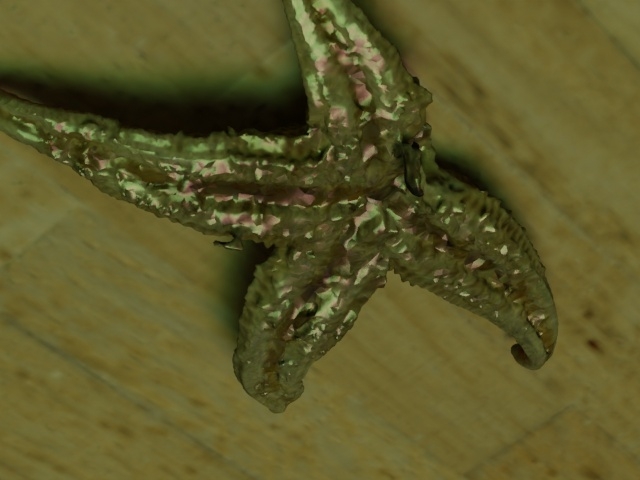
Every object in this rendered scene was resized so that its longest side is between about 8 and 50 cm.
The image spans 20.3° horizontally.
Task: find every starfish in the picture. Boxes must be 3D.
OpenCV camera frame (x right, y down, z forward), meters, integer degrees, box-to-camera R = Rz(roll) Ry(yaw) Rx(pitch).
[{"bbox_3d":[-0.001,0.002,0.676,0.138,0.050,0.247,-26,130,13],"label":"starfish"}]
